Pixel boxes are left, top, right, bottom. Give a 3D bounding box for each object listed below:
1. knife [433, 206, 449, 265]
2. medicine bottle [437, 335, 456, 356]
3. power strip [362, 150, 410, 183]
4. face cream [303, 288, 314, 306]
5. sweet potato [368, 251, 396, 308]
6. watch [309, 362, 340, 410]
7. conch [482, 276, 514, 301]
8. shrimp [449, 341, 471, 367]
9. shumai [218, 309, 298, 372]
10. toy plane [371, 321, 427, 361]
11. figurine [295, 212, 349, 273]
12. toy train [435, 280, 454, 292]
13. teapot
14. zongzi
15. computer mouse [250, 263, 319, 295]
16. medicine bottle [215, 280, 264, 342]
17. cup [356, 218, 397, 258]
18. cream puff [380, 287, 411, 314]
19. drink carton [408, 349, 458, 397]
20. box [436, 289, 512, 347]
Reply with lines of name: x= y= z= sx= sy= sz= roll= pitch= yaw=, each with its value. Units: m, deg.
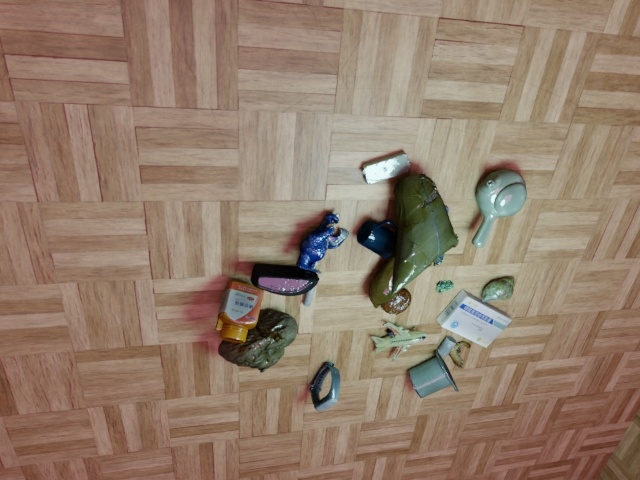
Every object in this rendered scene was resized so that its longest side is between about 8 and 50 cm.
knife: x=0.526 y=-0.013 z=1.891 sx=0.044 sy=0.026 sz=0.296 roll=-3 pitch=120 yaw=1
medicine bottle: x=0.641 y=0.535 z=2.202 sx=0.058 sy=0.058 sz=0.091 roll=18 pitch=113 yaw=-22
power strip: x=0.252 y=-0.278 z=1.671 sx=0.192 sy=0.035 sz=0.081 roll=-18 pitch=122 yaw=-3
face cream: x=-0.045 y=0.225 z=1.876 sx=0.034 sy=0.034 sz=0.130 roll=7 pitch=117 yaw=-17
sweet potato: x=0.333 y=0.112 z=1.863 sx=0.131 sy=0.130 sz=0.422 roll=29 pitch=98 yaw=-26
watch: x=0.021 y=0.698 z=2.072 sx=0.069 sy=0.192 sz=0.206 roll=22 pitch=132 yaw=-24
conch: x=0.845 y=0.237 z=2.066 sx=0.173 sy=0.105 sz=0.116 roll=-26 pitch=146 yaw=23
shrimp: x=0.739 y=0.592 z=2.276 sx=0.124 sy=0.034 sz=0.178 roll=-35 pitch=116 yaw=-1
shumai: x=-0.245 y=0.471 z=1.858 sx=0.346 sy=0.217 sz=0.282 roll=-18 pitch=120 yaw=-7
toy plane: x=0.377 y=0.473 z=2.078 sx=0.256 sy=0.104 sz=0.241 roll=-18 pitch=118 yaw=-4
figurine: x=-0.007 y=0.003 z=1.723 sx=0.262 sy=0.121 sz=0.164 roll=-54 pitch=145 yaw=-7
toy train: x=0.582 y=0.215 z=2.027 sx=0.084 sy=0.033 sz=0.053 roll=-1 pitch=124 yaw=-14
teapot: x=0.741 y=-0.134 z=1.804 sx=0.220 sy=0.149 sz=0.318 roll=-3 pitch=118 yaw=-11
zongzi: x=0.333 y=-0.041 z=1.651 sx=0.393 sy=0.174 sz=0.355 roll=-36 pitch=108 yaw=-29
computer mouse: x=-0.144 y=0.165 z=1.738 sx=0.270 sy=0.170 sz=0.100 roll=6 pitch=102 yaw=-14
medicine bottle: x=-0.325 y=0.287 z=1.730 sx=0.150 sy=0.222 sz=0.112 roll=19 pitch=155 yaw=-20
cup: x=0.240 y=-0.022 z=1.768 sx=0.138 sy=0.113 sz=0.150 roll=28 pitch=98 yaw=-24
cream puff: x=0.345 y=0.281 z=1.976 sx=0.149 sy=0.084 sz=0.148 roll=-5 pitch=120 yaw=-9
drink carton: x=0.562 y=0.687 z=2.213 sx=0.190 sy=0.185 sz=0.191 roll=-27 pitch=123 yaw=15
box: x=0.764 y=0.392 z=2.149 sx=0.344 sy=0.065 sz=0.200 roll=27 pitch=108 yaw=-25
